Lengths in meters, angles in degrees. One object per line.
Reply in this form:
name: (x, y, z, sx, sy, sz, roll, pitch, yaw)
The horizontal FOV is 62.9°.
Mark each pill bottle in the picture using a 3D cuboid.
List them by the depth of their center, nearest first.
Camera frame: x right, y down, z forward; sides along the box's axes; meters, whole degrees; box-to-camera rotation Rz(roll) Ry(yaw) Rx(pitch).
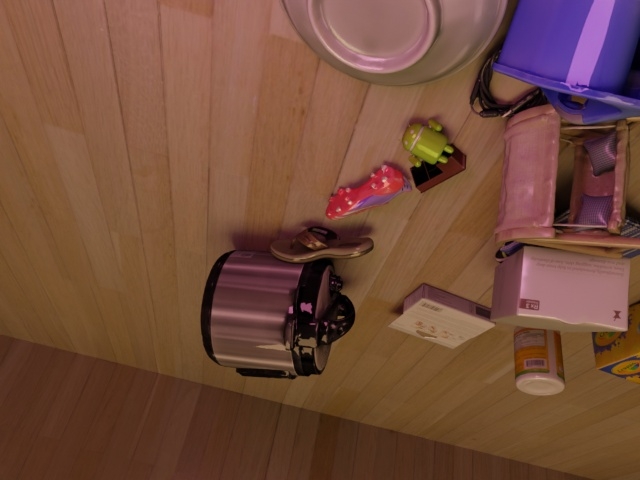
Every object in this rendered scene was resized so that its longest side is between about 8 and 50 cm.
pill bottle: (0.663, 0.331, 1.595, 0.136, 0.246, 0.136, 9, 145, 6)

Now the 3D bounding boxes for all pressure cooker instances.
pressure cooker: (-0.107, 0.218, 1.571, 0.419, 0.370, 0.376, 3, 141, 11)

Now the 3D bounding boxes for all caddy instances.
caddy: (0.403, -0.263, 0.772, 0.241, 0.341, 0.179, 9, 114, -6)

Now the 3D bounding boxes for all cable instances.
cable: (0.369, -0.299, 0.980, 0.150, 0.047, 0.185, 11, 144, 2)

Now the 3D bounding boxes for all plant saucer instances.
plant saucer: (0.092, -0.385, 0.844, 0.400, 0.101, 0.401, 17, 151, 10)

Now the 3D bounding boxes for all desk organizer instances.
desk organizer: (0.266, -0.164, 1.201, 0.050, 0.047, 0.130, 35, 139, -25)

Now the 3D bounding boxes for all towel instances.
towel: (0.632, 0.002, 1.249, 0.335, 0.040, 0.243, 15, 145, -29)

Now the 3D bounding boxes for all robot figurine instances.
robot figurine: (0.227, -0.208, 1.123, 0.115, 0.067, 0.101, 29, 112, 3)

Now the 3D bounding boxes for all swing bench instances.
swing bench: (0.478, -0.110, 0.994, 0.254, 0.254, 0.165, 6, 172, 7)

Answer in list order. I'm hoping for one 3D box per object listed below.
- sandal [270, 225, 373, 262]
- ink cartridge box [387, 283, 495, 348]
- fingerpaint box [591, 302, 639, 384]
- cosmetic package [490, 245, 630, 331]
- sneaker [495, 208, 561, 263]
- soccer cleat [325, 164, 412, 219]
sandal: (0.002, -0.001, 1.478, 0.302, 0.120, 0.086, -4, 114, 20)
ink cartridge box: (0.398, 0.261, 1.742, 0.274, 0.060, 0.239, 21, 145, -13)
fingerpaint box: (1.082, 0.284, 1.471, 0.370, 0.163, 0.445, 21, 144, -12)
cosmetic package: (0.536, 0.126, 1.223, 0.217, 0.156, 0.385, 7, 170, 9)
sneaker: (0.499, -0.031, 1.311, 0.097, 0.084, 0.235, 39, 143, 5)
soccer cleat: (0.113, -0.103, 1.309, 0.095, 0.083, 0.248, 30, 139, -30)
